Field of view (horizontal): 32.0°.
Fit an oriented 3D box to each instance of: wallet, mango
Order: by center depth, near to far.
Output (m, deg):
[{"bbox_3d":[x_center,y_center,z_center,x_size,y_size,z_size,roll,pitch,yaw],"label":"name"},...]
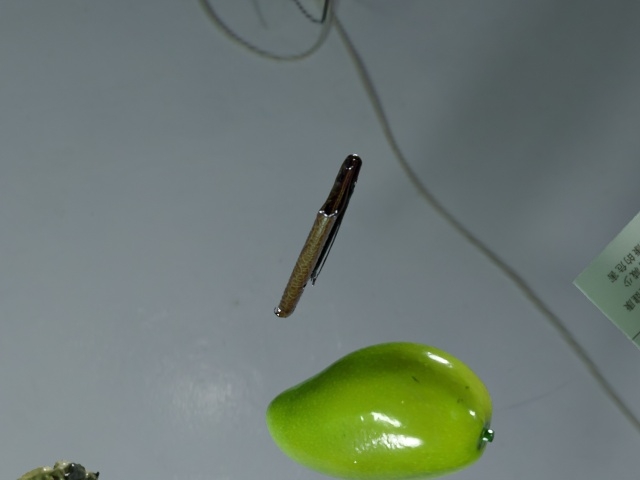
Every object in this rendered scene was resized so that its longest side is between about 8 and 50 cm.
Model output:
[{"bbox_3d":[0.072,0.239,1.545,0.343,0.156,0.192,-10,92,27],"label":"mango"},{"bbox_3d":[0.000,0.000,1.601,0.039,0.243,0.133,26,48,1],"label":"wallet"}]

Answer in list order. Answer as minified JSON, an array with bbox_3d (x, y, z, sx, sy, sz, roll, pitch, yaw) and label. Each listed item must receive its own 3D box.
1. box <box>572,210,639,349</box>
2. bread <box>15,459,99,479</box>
[{"bbox_3d":[0.387,0.079,1.126,0.245,0.035,0.139,47,107,24],"label":"box"},{"bbox_3d":[-0.257,0.309,0.915,0.133,0.174,0.251,4,66,14],"label":"bread"}]
